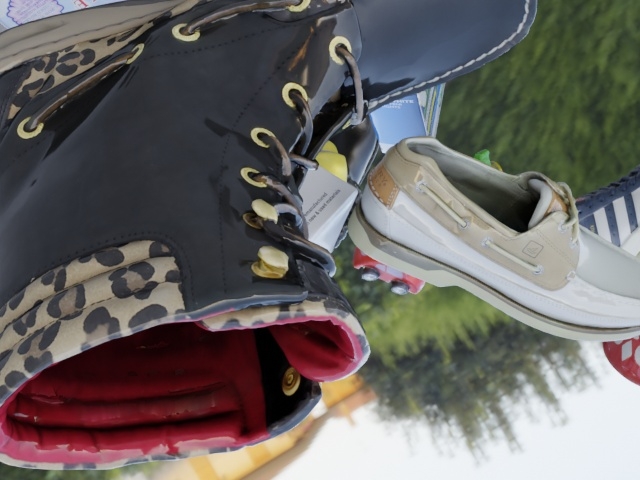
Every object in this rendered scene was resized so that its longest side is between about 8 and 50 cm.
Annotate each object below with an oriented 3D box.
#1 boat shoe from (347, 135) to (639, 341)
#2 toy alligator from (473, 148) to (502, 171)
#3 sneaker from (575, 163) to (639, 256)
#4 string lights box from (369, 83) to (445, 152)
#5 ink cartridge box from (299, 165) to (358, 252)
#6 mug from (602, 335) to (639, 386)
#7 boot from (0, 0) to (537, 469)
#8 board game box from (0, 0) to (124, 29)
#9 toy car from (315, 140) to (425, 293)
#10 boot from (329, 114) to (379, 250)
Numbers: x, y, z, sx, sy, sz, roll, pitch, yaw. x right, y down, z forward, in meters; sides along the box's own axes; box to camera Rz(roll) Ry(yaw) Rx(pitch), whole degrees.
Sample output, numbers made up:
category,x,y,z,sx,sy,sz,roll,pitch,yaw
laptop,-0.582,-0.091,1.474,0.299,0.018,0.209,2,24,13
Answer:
category,x,y,z,sx,sy,sz,roll,pitch,yaw
boat shoe,0.181,0.000,0.820,0.113,0.302,0.103,-88,-162,-53
toy alligator,0.205,-0.045,1.223,0.056,0.051,0.189,-25,152,-21
sneaker,0.441,-0.046,1.457,0.350,0.148,0.131,-53,178,1
string lights box,0.104,-0.223,1.207,0.077,0.133,0.259,7,163,15
ink cartridge box,-0.129,-0.027,0.919,0.115,0.273,0.198,-48,166,-46
mug,0.396,0.080,1.005,0.113,0.150,0.169,-13,134,-22
boot,-0.024,-0.044,0.526,0.377,0.284,0.138,-14,136,-3
board game box,-0.276,-0.371,0.949,0.319,0.066,0.318,-27,136,21
toy car,0.000,0.000,1.083,0.225,0.239,0.053,-36,175,-34
boot,0.025,-0.125,1.677,0.260,0.131,0.348,-87,-164,-89
